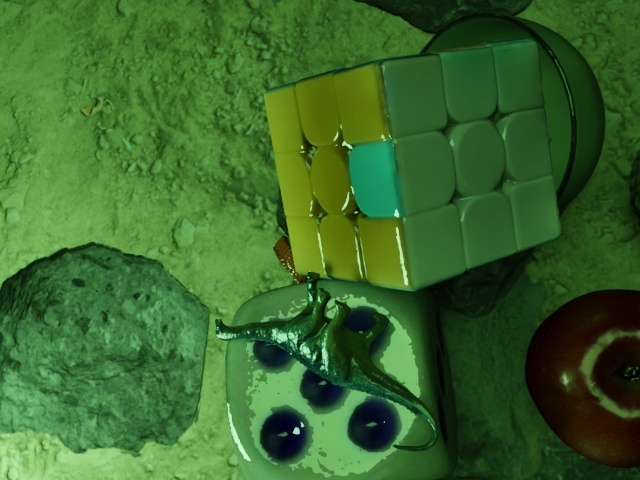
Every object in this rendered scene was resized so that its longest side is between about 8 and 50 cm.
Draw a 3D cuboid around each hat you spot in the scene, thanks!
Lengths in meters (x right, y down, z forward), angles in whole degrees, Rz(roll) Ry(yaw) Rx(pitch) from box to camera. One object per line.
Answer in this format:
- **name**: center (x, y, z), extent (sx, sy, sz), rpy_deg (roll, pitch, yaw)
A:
- **hat**: center (0.000, 0.000, 1.322), extent (0.162, 0.093, 0.112), rpy_deg (-42, 69, 3)

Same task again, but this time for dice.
- **dice**: center (0.041, 0.228, 1.163), extent (0.304, 0.277, 0.304), rpy_deg (-10, 75, 15)

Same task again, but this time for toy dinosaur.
- **toy dinosaur**: center (0.016, 0.141, 1.014), extent (0.363, 0.076, 0.147), rpy_deg (25, 103, 20)

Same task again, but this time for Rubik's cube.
- **Rubik's cube**: center (0.128, -0.111, 1.067), extent (0.291, 0.290, 0.291), rpy_deg (3, 105, 56)

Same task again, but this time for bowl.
- **bowl**: center (0.316, -0.189, 1.199), extent (0.185, 0.354, 0.354), rpy_deg (-14, 67, -34)

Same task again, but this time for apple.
- **apple**: center (0.441, 0.197, 1.091), extent (0.260, 0.216, 0.260), rpy_deg (-3, 77, 11)

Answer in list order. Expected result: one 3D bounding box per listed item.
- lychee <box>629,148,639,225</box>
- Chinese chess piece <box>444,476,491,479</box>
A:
- **lychee**: center (0.600, -0.078, 1.108), extent (0.255, 0.255, 0.274), rpy_deg (-28, 109, 7)
- **Chinese chess piece**: center (0.233, 0.496, 1.134), extent (0.257, 0.104, 0.257), rpy_deg (-4, 75, 15)
